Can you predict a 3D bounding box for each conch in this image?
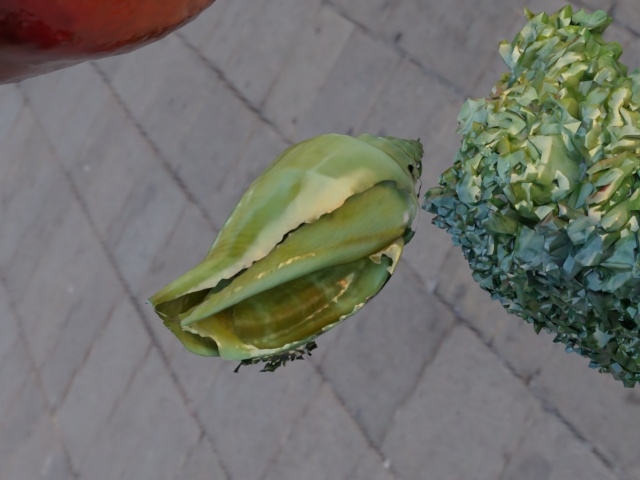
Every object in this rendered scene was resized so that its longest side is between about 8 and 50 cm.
[{"bbox_3d":[-0.001,-0.002,0.798,0.201,0.095,0.079,-48,20,-23],"label":"conch"}]

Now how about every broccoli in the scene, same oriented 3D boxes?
[{"bbox_3d":[0.143,-0.036,0.535,0.194,0.194,0.219,-67,16,-7],"label":"broccoli"}]

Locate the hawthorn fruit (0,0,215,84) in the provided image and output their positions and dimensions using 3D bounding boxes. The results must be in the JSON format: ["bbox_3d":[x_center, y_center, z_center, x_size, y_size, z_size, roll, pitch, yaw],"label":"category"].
[{"bbox_3d":[-0.114,-0.162,0.667,0.189,0.251,0.190,10,104,45],"label":"hawthorn fruit"}]
